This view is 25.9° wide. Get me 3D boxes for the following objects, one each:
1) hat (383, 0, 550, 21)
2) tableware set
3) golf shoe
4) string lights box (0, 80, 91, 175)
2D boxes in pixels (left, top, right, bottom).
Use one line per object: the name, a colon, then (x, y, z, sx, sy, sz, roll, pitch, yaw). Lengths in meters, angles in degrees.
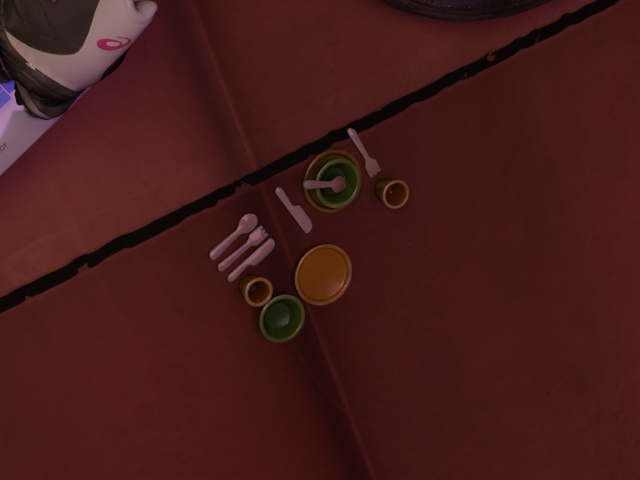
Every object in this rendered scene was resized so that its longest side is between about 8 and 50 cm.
hat: (0.146, -0.287, 0.902, 0.331, 0.134, 0.331, -9, 111, -23)
tableware set: (0.000, 0.000, 1.028, 0.154, 0.024, 0.104, -42, 119, -11)
golf shoe: (-0.131, -0.203, 0.795, 0.105, 0.120, 0.273, 23, 57, -45)
string lights box: (-0.263, -0.156, 0.818, 0.133, 0.077, 0.260, -47, 120, -9)
